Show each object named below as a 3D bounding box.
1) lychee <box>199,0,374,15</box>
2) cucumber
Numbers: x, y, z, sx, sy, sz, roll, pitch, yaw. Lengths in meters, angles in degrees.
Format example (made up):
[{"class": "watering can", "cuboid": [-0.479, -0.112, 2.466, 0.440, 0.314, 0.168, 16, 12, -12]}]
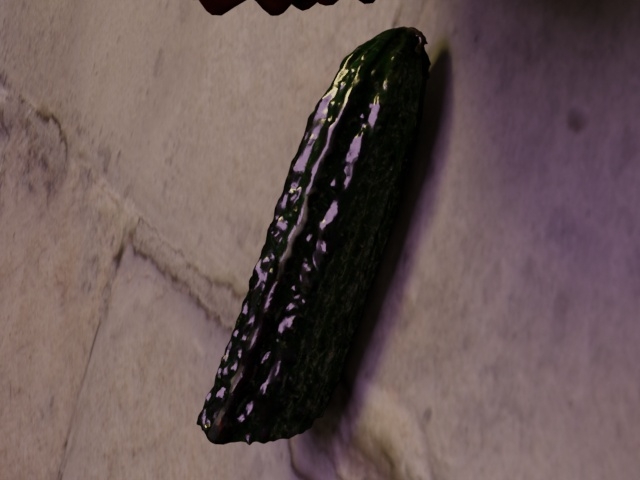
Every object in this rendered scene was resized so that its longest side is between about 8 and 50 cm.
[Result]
[{"class": "lychee", "cuboid": [-0.005, -0.308, 0.836, 0.500, 0.424, 0.424, 30, 107, 47]}, {"class": "cucumber", "cuboid": [0.000, 0.001, 1.077, 0.077, 0.077, 0.265, 49, 125, 59]}]
